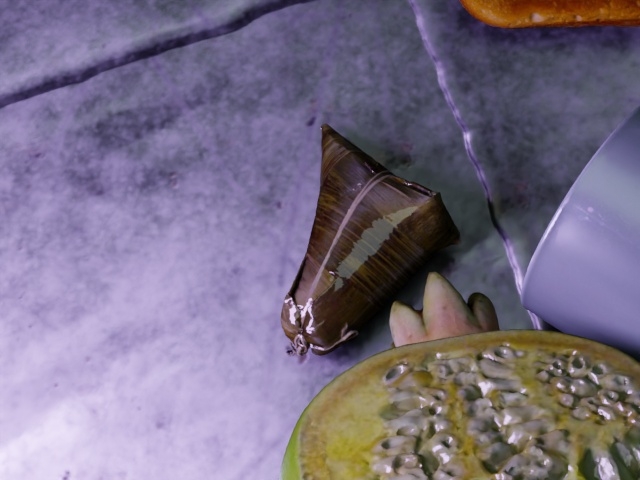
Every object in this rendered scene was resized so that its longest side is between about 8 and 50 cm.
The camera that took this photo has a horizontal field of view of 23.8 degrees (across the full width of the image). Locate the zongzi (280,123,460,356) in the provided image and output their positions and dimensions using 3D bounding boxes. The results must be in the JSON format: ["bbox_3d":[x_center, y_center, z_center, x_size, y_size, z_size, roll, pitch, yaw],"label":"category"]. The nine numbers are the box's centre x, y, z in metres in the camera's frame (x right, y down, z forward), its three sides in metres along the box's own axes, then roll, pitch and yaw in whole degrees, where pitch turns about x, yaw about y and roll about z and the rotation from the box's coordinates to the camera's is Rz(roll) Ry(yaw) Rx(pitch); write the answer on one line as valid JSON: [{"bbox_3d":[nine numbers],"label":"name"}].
[{"bbox_3d":[0.000,0.000,1.354,0.187,0.084,0.184,-45,54,-8],"label":"zongzi"}]

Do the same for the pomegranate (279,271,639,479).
[{"bbox_3d":[0.125,0.196,1.182,0.310,0.216,0.358,-12,34,2],"label":"pomegranate"}]

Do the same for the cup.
[{"bbox_3d":[0.340,0.051,1.213,0.312,0.205,0.205,35,74,18],"label":"cup"}]

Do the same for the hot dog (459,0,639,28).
[{"bbox_3d":[0.295,-0.277,1.401,0.349,0.158,0.117,-1,47,11],"label":"hot dog"}]
